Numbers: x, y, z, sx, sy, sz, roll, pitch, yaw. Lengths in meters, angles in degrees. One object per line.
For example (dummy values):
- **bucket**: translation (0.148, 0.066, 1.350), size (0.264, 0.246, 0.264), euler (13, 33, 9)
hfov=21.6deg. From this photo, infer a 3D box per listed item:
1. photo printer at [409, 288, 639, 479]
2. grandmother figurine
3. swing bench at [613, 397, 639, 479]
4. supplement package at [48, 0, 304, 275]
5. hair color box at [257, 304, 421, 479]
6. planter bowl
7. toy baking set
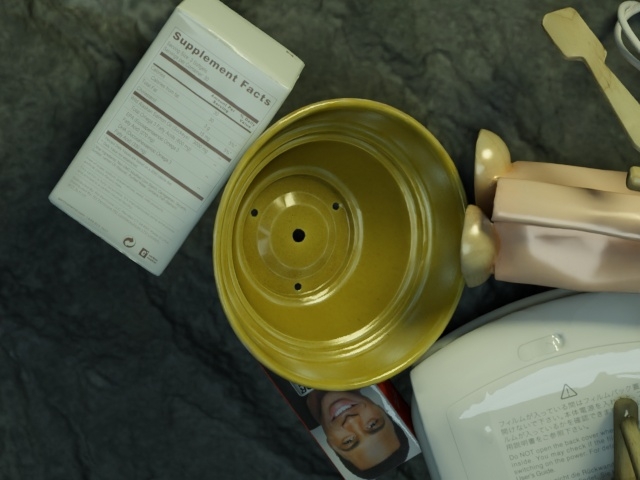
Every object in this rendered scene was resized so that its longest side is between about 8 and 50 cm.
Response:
- **photo printer**: translation (0.218, 0.184, 1.322), size (0.256, 0.107, 0.307), euler (-18, 105, 9)
- **grandmother figurine**: translation (0.279, 0.000, 1.218), size (0.342, 0.104, 0.208), euler (4, 70, 14)
- **swing bench**: translation (0.260, 0.285, 1.162), size (0.165, 0.253, 0.254), euler (15, 107, -1)
- **supplement package**: translation (-0.107, -0.084, 1.263), size (0.105, 0.105, 0.179), euler (35, 106, -5)
- **hair color box**: translation (0.017, 0.125, 1.352), size (0.072, 0.043, 0.141), euler (-34, 103, 13)
- **planter bowl**: translation (0.000, 0.000, 1.271), size (0.217, 0.090, 0.217), euler (-3, 97, -28)
- **toy baking set**: translation (0.284, -0.094, 1.203), size (0.256, 0.197, 0.030), euler (6, 143, -1)
